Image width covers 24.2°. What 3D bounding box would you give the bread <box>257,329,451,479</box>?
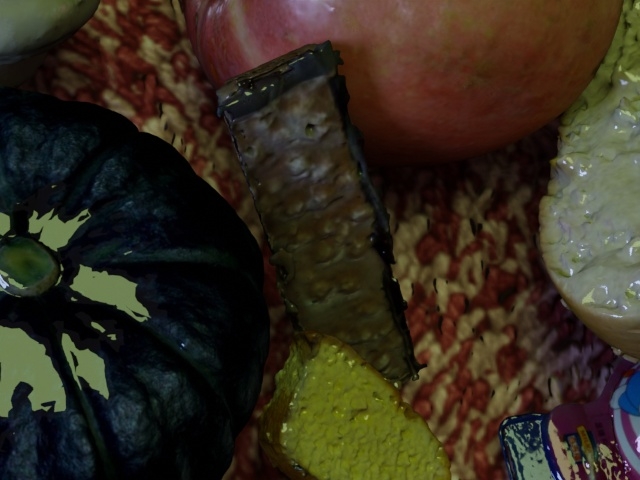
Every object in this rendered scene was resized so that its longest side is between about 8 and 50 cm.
[{"bbox_3d":[0.021,0.149,1.130,0.187,0.065,0.103,44,72,-34],"label":"bread"}]

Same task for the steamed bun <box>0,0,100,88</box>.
[{"bbox_3d":[-0.343,-0.188,1.166,0.352,0.339,0.247,-6,94,-7],"label":"steamed bun"}]

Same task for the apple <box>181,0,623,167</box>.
[{"bbox_3d":[0.069,-0.230,1.213,0.363,0.364,0.364,3,63,-7],"label":"apple"}]

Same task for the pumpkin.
[{"bbox_3d":[-0.213,0.067,1.074,0.363,0.266,0.363,5,60,-9],"label":"pumpkin"}]

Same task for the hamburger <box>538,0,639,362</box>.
[{"bbox_3d":[0.356,-0.045,1.216,0.287,0.268,0.445,49,43,-31],"label":"hamburger"}]

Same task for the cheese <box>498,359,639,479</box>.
[{"bbox_3d":[0.266,0.159,1.208,0.244,0.062,0.155,-8,67,-11],"label":"cheese"}]

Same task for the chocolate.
[{"bbox_3d":[0.000,-0.004,1.129,0.102,0.329,0.065,-26,38,-12],"label":"chocolate"}]
